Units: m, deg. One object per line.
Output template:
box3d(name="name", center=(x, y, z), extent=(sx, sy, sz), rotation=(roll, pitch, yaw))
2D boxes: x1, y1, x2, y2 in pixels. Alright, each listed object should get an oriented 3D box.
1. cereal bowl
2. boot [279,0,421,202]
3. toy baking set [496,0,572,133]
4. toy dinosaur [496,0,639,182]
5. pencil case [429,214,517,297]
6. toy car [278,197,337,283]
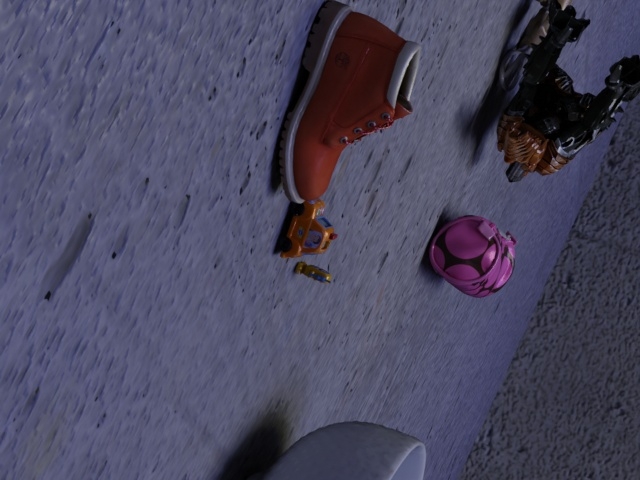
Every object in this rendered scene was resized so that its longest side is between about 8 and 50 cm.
box3d(name="cereal bowl", center=(-0.030, 0.318, 1.435), extent=(0.339, 0.141, 0.339), rotation=(22, 90, -77))
box3d(name="boot", center=(0.021, -0.089, 1.132), extent=(0.059, 0.085, 0.158), rotation=(-45, 155, -61))
box3d(name="toy baking set", center=(0.267, -0.262, 1.908), extent=(0.197, 0.030, 0.256), rotation=(-24, 135, -66))
box3d(name="toy dinosaur", center=(0.288, -0.146, 1.838), extent=(0.218, 0.164, 0.322), rotation=(-56, -171, 22))
box3d(name="pencil case", center=(0.196, 0.017, 1.933), extent=(0.098, 0.095, 0.209), rotation=(-34, 171, 8))
box3d(name="toy car", center=(0.000, 0.000, 1.272), extent=(0.060, 0.041, 0.122), rotation=(-66, 166, -7))
